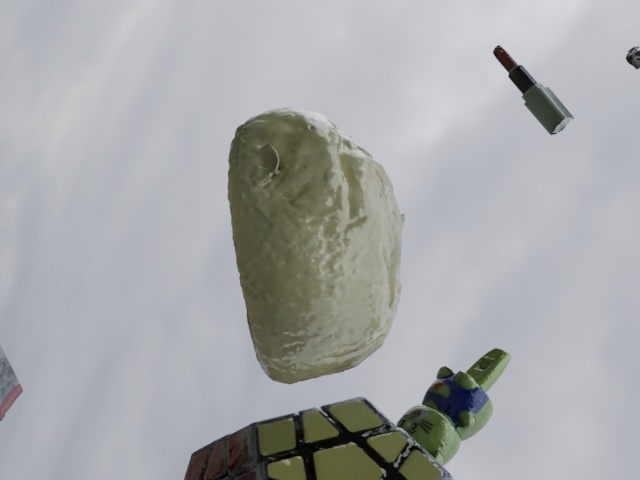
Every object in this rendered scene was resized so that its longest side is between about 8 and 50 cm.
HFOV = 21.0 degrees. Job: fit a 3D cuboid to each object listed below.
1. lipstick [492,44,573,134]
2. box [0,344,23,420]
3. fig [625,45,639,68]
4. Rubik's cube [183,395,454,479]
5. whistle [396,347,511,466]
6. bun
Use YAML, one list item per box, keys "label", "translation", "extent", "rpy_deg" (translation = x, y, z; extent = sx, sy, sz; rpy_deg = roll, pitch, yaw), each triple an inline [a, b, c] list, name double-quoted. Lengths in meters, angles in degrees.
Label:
- label: "lipstick"
  translation: [0.206, -0.153, 1.711]
  extent: [0.025, 0.025, 0.107]
  rpy_deg: [-44, -106, 26]
- label: "box"
  translation: [-0.431, 0.153, 2.185]
  extent: [0.055, 0.039, 0.218]
  rpy_deg: [-56, 158, -24]
- label: "fig"
  translation: [0.452, -0.220, 1.946]
  extent: [0.290, 0.190, 0.190]
  rpy_deg: [108, -11, -66]
- label: "Rubik's cube"
  translation: [0.002, 0.304, 1.674]
  extent: [0.264, 0.319, 0.319]
  rpy_deg: [6, -99, 32]
- label: "whistle"
  translation: [0.175, 0.224, 2.295]
  extent: [0.227, 0.085, 0.105]
  rpy_deg: [-46, -149, -22]
- label: "bun"
  translation: [0.000, 0.000, 1.483]
  extent: [0.244, 0.153, 0.244]
  rpy_deg: [170, -90, -86]
